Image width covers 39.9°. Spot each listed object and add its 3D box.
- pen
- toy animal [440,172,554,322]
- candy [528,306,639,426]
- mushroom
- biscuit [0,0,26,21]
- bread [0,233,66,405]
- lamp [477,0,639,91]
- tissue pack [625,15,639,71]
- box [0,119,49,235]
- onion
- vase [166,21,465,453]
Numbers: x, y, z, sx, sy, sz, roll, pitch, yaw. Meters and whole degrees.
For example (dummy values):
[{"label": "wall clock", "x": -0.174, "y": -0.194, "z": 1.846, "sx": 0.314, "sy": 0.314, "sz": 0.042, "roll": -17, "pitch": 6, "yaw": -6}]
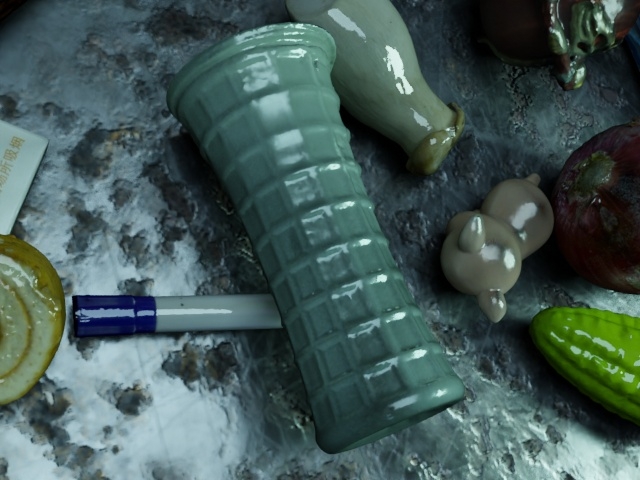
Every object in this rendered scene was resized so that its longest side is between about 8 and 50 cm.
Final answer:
[{"label": "pen", "x": -0.060, "y": 0.056, "z": 0.704, "sx": 0.269, "sy": 0.033, "sz": 0.033, "roll": -1, "pitch": 74, "yaw": -21}, {"label": "toy animal", "x": 0.157, "y": -0.004, "z": 0.776, "sx": 0.083, "sy": 0.089, "sz": 0.150, "roll": 40, "pitch": 56, "yaw": -1}, {"label": "candy", "x": 0.280, "y": 0.113, "z": 0.783, "sx": 0.209, "sy": 0.097, "sz": 0.097, "roll": 24, "pitch": 67, "yaw": -7}, {"label": "mushroom", "x": 0.049, "y": -0.150, "z": 0.771, "sx": 0.088, "sy": 0.097, "sz": 0.212, "roll": -38, "pitch": 100, "yaw": 0}, {"label": "biscuit", "x": -0.276, "y": -0.215, "z": 0.663, "sx": 0.107, "sy": 0.073, "sz": 0.388, "roll": 40, "pitch": 58, "yaw": -6}, {"label": "bread", "x": -0.250, "y": 0.051, "z": 0.596, "sx": 0.149, "sy": 0.073, "sz": 0.122, "roll": 13, "pitch": 94, "yaw": -15}, {"label": "lamp", "x": 0.233, "y": -0.258, "z": 0.841, "sx": 0.151, "sy": 0.215, "sz": 0.223, "roll": 10, "pitch": 103, "yaw": 15}, {"label": "tissue pack", "x": 0.433, "y": -0.235, "z": 0.849, "sx": 0.146, "sy": 0.263, "sz": 0.198, "roll": -12, "pitch": 78, "yaw": -24}, {"label": "box", "x": -0.325, "y": -0.062, "z": 0.641, "sx": 0.220, "sy": 0.032, "sz": 0.122, "roll": 21, "pitch": 68, "yaw": -14}, {"label": "onion", "x": 0.306, "y": -0.014, "z": 0.804, "sx": 0.195, "sy": 0.159, "sz": 0.159, "roll": 34, "pitch": 64, "yaw": -25}, {"label": "vase", "x": 0.000, "y": 0.000, "z": 0.662, "sx": 0.143, "sy": 0.143, "sz": 0.299, "roll": -15, "pitch": 73, "yaw": -24}]
